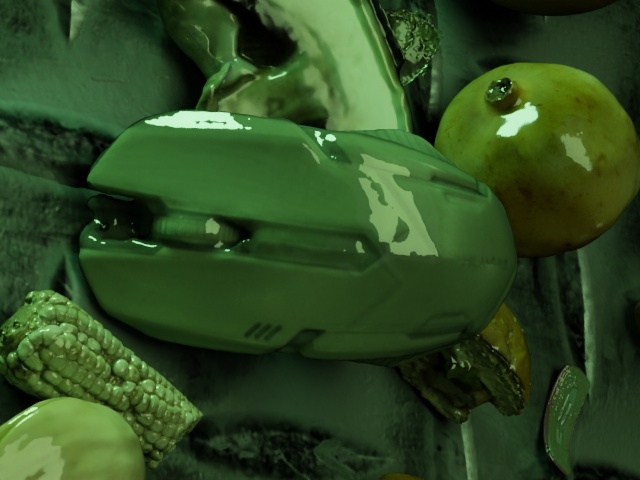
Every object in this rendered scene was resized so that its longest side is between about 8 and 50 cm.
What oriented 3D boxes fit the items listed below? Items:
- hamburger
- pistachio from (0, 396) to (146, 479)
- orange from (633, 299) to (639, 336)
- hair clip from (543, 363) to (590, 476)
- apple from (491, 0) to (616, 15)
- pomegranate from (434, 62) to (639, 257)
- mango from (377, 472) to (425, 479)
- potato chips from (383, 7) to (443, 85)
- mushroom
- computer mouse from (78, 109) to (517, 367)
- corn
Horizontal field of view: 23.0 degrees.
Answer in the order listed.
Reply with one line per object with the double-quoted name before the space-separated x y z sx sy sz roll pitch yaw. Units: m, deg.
"hamburger" 0.127 0.073 1.641 0.262 0.124 0.131 50 46 -21
"pistachio" -0.229 0.194 1.235 0.200 0.117 0.145 -22 117 -43
"orange" 0.433 0.102 1.975 0.085 0.085 0.085 19 62 -40
"hair clip" 0.283 0.207 1.822 0.054 0.022 0.137 41 50 -29
"apple" 0.265 -0.435 1.823 0.305 0.338 0.338 -1 76 -46
"pomegranate" 0.239 -0.086 1.753 0.233 0.233 0.233 19 62 -40
"mango" 0.110 0.343 1.521 0.154 0.126 0.252 -12 74 -26
"potato chips" 0.037 -0.248 1.686 0.220 0.029 0.202 41 77 -27
"mushroom" -0.044 -0.160 1.566 0.247 0.130 0.344 -40 102 -20
"computer mouse" -0.001 0.000 1.436 0.429 0.145 0.228 7 90 -17
"corn" -0.183 0.127 1.336 0.211 0.087 0.087 42 49 -27
